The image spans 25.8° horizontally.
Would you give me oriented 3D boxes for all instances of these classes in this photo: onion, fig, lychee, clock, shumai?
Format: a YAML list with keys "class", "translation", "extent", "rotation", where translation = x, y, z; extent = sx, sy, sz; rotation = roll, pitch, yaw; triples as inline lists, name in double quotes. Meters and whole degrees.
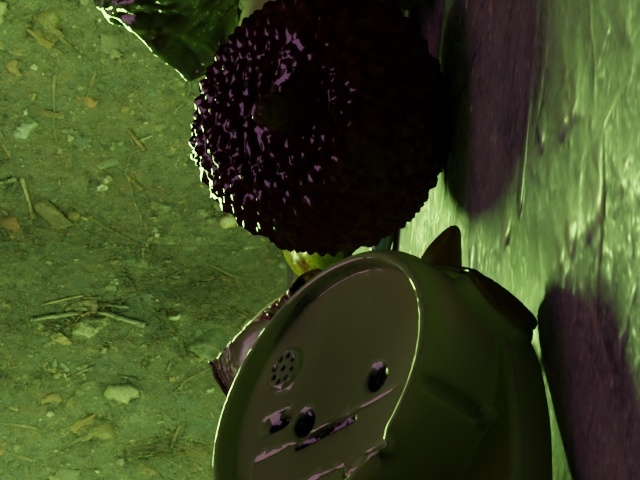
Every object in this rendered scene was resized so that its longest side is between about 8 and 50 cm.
- class: "onion"
  translation: [-0.007, 0.172, 1.987]
  extent: [0.207, 0.216, 0.206]
  rotation: [55, -151, 9]
- class: "fig"
  translation: [-0.011, 0.001, 2.470]
  extent: [0.153, 0.120, 0.136]
  rotation: [-98, 15, -66]
- class: "lychee"
  translation: [0.007, -0.119, 1.427]
  extent: [0.304, 0.275, 0.276]
  rotation: [0, -89, -69]
- class: "clock"
  translation: [0.032, 0.139, 1.046]
  extent: [0.286, 0.117, 0.348]
  rotation: [-33, 35, 36]
- class: "shumai"
  translation: [-0.147, -0.358, 1.830]
  extent: [0.261, 0.222, 0.225]
  rotation: [-46, 36, 26]

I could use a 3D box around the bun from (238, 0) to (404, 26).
- class: "bun"
  translation: [0.025, -0.239, 1.689]
  extent: [0.153, 0.243, 0.244]
  rotation: [-40, 41, 44]

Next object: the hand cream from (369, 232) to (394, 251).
- class: "hand cream"
  translation: [0.081, -0.036, 1.825]
  extent: [0.065, 0.043, 0.171]
  rotation: [-72, -16, -58]

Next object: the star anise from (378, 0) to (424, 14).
- class: "star anise"
  translation: [0.062, -0.268, 1.584]
  extent: [0.056, 0.129, 0.124]
  rotation: [55, -175, -24]
